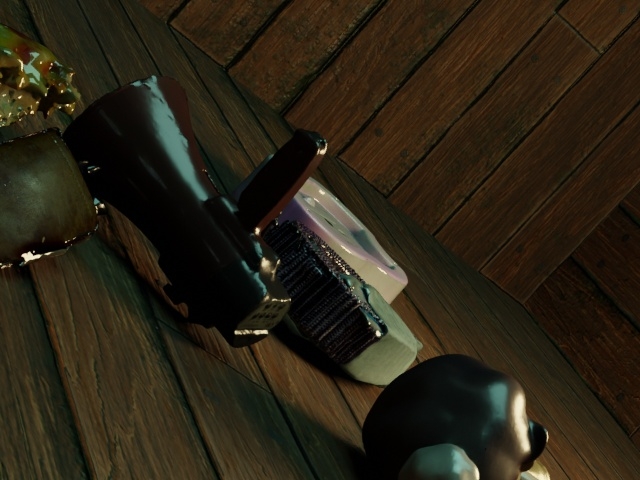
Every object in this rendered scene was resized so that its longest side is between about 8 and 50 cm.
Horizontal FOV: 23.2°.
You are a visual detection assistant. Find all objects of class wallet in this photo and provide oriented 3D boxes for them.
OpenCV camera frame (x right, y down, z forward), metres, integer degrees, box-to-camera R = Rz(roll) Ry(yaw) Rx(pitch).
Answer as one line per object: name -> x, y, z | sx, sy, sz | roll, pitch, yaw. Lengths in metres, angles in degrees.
wallet -> -0.313, -0.038, 1.575 | 0.137, 0.031, 0.255 | 61, 26, 2

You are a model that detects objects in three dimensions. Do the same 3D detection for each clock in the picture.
clock -> 0.000, 0.000, 2.666 | 0.338, 0.102, 0.338 | 41, 10, -9

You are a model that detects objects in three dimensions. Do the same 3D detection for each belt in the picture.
belt -> 0.027, 0.099, 2.273 | 0.260, 0.122, 0.325 | 49, 4, 33

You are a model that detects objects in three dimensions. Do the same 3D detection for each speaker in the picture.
speaker -> -0.127, -0.056, 1.902 | 0.329, 0.259, 0.198 | 45, -7, 20

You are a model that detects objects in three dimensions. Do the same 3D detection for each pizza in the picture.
pizza -> -0.424, -0.228, 1.688 | 0.406, 0.130, 0.440 | 8, 29, -51

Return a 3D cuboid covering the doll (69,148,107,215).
doll -> -0.322, -0.065, 1.720 | 0.127, 0.088, 0.248 | 66, 22, 4

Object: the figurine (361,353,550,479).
figurine -> 0.185, 0.297, 1.972 | 0.218, 0.206, 0.365 | 27, -23, 41
